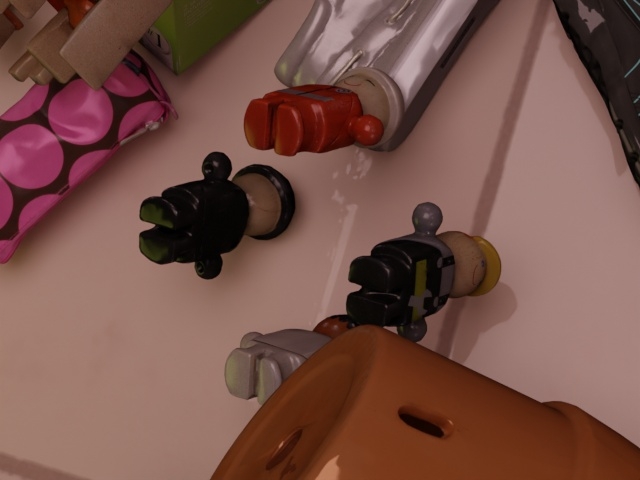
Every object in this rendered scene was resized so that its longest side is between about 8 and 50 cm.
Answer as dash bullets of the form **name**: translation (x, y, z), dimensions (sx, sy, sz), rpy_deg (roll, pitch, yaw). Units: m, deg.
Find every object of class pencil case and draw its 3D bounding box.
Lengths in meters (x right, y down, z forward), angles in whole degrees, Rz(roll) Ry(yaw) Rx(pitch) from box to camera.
- **pencil case**: translation (-0.214, -0.068, 1.525), dimensions (0.209, 0.095, 0.098), rpy_deg (-43, 82, 5)

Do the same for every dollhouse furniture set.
- **dollhouse furniture set**: translation (-0.251, -0.245, 1.441), dimensions (0.135, 0.259, 0.262), rpy_deg (-51, 31, -14)

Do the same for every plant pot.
- **plant pot**: translation (0.050, 0.191, 1.259), dimensions (0.203, 0.291, 0.291), rpy_deg (40, 90, -13)

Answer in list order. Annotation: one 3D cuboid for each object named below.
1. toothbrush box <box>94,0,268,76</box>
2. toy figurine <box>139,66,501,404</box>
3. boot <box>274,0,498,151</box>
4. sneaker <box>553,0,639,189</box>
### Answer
- **toothbrush box**: translation (-0.140, -0.289, 1.439), dimensions (0.206, 0.283, 0.122), rpy_deg (42, 68, 17)
- **toy figurine**: translation (0.000, 0.000, 1.403), dimensions (0.213, 0.148, 0.209), rpy_deg (-42, 75, 35)
- **boot**: translation (0.070, -0.203, 1.476), dimensions (0.123, 0.095, 0.258), rpy_deg (34, 89, 11)
- **sneaker**: translation (0.253, -0.117, 1.413), dimensions (0.106, 0.101, 0.267), rpy_deg (-23, 74, 6)
